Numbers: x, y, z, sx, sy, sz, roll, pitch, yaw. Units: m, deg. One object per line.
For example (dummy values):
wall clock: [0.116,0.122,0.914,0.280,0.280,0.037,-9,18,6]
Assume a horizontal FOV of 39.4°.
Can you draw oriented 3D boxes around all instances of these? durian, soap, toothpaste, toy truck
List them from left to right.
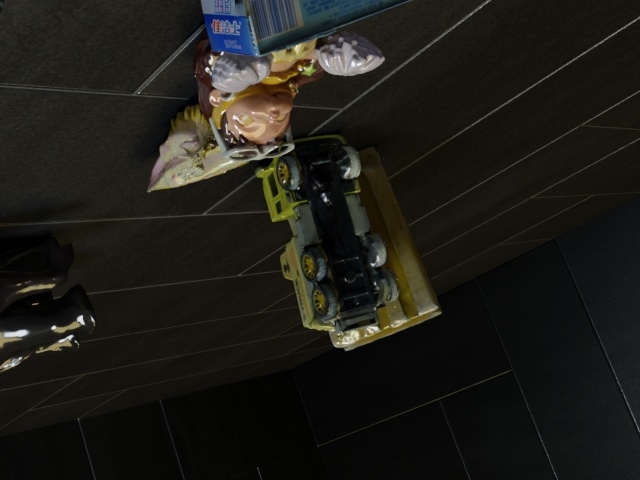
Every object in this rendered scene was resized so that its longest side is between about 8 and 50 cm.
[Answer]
durian: [-0.146,-0.111,1.047,0.224,0.078,0.140,-18,-177,42]
toy truck: [0.000,0.000,1.269,0.124,0.272,0.157,-12,172,-29]
toothpaste: [0.031,-0.215,0.741,0.272,0.053,0.066,-29,-152,-32]
soap: [0.061,0.013,1.377,0.173,0.274,0.089,-22,165,8]

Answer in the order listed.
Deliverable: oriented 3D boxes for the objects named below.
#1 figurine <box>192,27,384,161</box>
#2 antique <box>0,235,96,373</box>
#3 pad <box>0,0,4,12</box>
figurine: [-0.045,-0.177,0.839,0.174,0.116,0.240,-15,160,-30]
antique: [-0.460,0.107,1.207,0.255,0.185,0.322,-13,169,-30]
pad: [-0.357,-0.049,0.674,0.269,0.269,0.012,-25,129,27]
